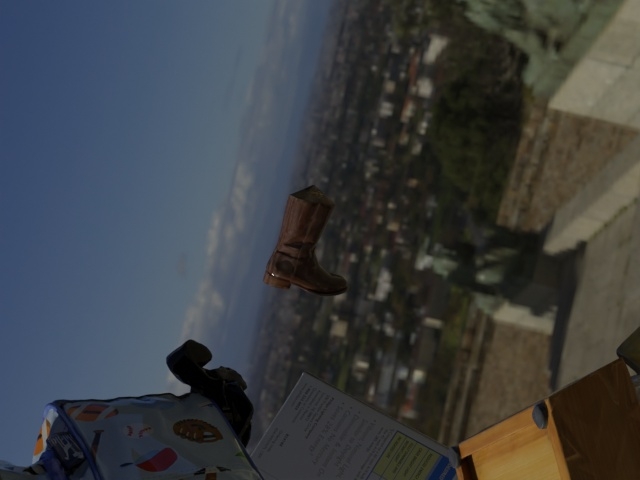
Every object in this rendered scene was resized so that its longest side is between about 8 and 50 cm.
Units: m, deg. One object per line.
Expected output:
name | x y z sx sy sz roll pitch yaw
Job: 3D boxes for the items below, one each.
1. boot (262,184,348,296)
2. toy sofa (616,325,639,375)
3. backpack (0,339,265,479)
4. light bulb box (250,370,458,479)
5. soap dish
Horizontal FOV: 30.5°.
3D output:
boot | 0.000 0.000 1.241 0.037 0.106 0.114 43 120 52
toy sofa | 0.428 0.194 1.258 0.150 0.177 0.362 -40 -30 -11
backpack | -0.095 0.229 0.640 0.263 0.213 0.276 26 117 53
light bulb box | 0.054 0.458 1.813 0.358 0.361 0.225 -57 -29 -14
soap dish | 0.243 0.266 1.173 0.291 0.118 0.228 127 133 -64
